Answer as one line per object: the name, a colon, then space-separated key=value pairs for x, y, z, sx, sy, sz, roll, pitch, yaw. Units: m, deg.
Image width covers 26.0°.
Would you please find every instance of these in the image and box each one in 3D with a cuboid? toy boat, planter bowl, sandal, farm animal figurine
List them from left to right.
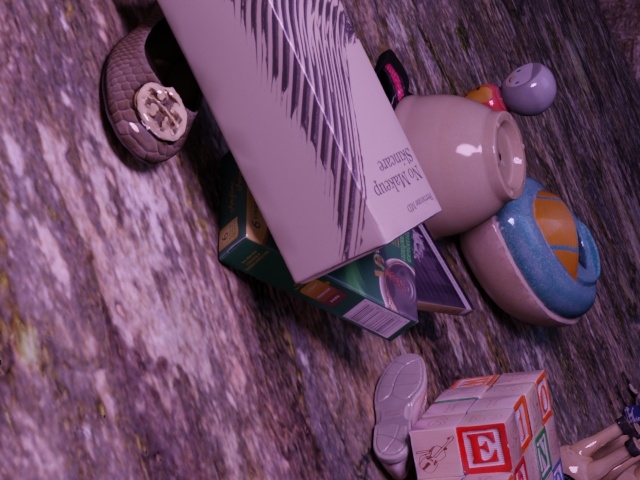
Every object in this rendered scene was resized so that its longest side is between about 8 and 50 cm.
sandal: x=0.084 y=-0.171 z=1.550 sx=0.067 sy=0.040 sz=0.179 roll=57 pitch=25 yaw=-23
planter bowl: x=0.157 y=-0.086 z=1.496 sx=0.162 sy=0.109 sz=0.162 roll=26 pitch=61 yaw=-59
toy boat: x=0.249 y=-0.055 z=1.667 sx=0.267 sy=0.148 sz=0.318 roll=19 pitch=52 yaw=-60
farm animal figurine: x=0.325 y=0.315 z=1.495 sx=0.330 sy=0.172 sz=0.327 roll=53 pitch=13 yaw=-12

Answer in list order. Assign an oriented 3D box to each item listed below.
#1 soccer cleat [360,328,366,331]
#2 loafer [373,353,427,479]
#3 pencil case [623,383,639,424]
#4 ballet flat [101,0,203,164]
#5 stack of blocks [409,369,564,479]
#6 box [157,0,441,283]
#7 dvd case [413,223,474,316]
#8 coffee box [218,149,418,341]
soccer cleat: x=0.039 y=0.051 z=1.269 sx=0.083 sy=0.029 sz=0.035 roll=-100 pitch=-170 yaw=-59
loafer: x=0.071 y=0.156 z=1.229 sx=0.125 sy=0.045 sz=0.039 roll=-74 pitch=153 yaw=-47
pencil case: x=0.641 y=0.206 z=1.950 sx=0.160 sy=0.410 sz=0.183 roll=18 pitch=46 yaw=-63
ballet flat: x=-0.110 y=-0.144 z=1.079 sx=0.084 sy=0.058 sz=0.250 roll=55 pitch=26 yaw=-25
stack of blocks: x=0.136 y=0.234 z=1.184 sx=0.297 sy=0.087 sz=0.171 roll=-28 pitch=108 yaw=-67
box: x=-0.021 y=-0.116 z=1.057 sx=0.275 sy=0.094 sz=0.113 roll=63 pitch=32 yaw=-3
dvd case: x=0.057 y=-0.005 z=1.311 sx=0.221 sy=0.018 sz=0.164 roll=11 pitch=45 yaw=-59
coffee box: x=0.000 y=0.000 z=1.141 sx=0.184 sy=0.040 sz=0.113 roll=28 pitch=43 yaw=-29
